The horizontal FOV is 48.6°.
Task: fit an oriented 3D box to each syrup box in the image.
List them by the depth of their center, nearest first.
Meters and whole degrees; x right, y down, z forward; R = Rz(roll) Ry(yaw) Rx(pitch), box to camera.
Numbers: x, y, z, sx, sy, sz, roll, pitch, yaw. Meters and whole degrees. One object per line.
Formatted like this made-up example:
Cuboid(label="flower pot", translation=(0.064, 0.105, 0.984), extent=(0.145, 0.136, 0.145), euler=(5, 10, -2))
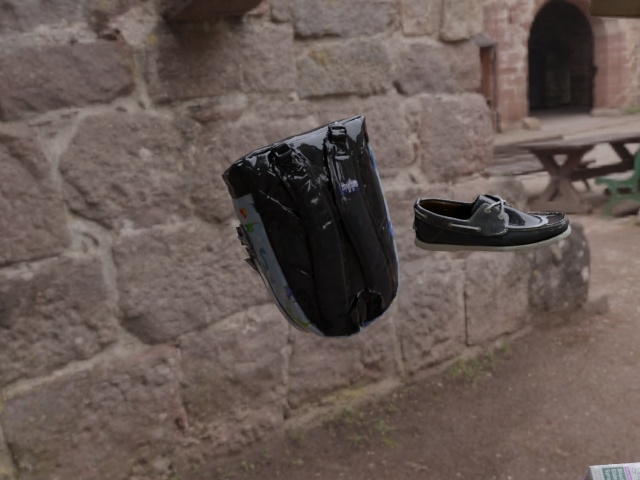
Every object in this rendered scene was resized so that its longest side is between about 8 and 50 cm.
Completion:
Cuboid(label="syrup box", translation=(0.486, 0.453, 1.180), extent=(0.096, 0.237, 0.093), euler=(-7, 54, 7))

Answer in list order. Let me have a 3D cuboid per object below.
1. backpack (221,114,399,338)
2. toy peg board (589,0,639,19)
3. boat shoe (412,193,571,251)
Cuboid(label="backpack", translation=(0.000, 0.000, 1.271), extent=(0.290, 0.355, 0.273), euler=(-27, -1, -28))
Cuboid(label="toy peg board", translation=(0.289, -0.229, 0.482), extent=(0.079, 0.161, 0.160), euler=(1, 15, -29))
Cuboid(label="boat shoe", translation=(0.255, -0.029, 1.064), extent=(0.233, 0.079, 0.084), euler=(1, 24, 16))
